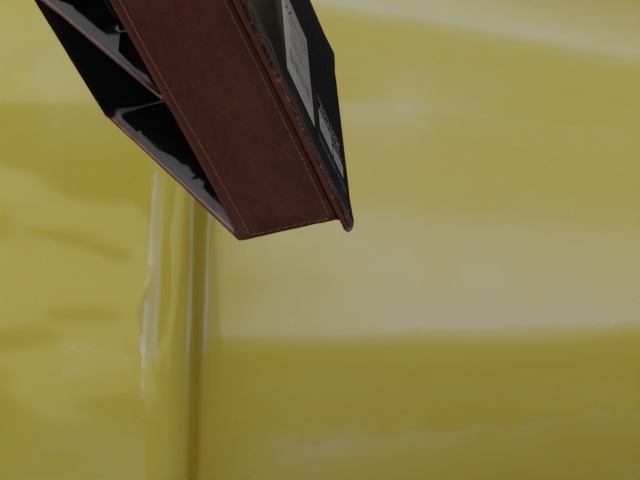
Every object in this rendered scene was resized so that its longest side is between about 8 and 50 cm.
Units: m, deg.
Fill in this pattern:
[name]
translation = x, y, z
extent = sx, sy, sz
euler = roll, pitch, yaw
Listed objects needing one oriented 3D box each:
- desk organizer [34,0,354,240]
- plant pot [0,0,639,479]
[desk organizer]
translation = -0.037, -0.051, 0.316
extent = 0.050, 0.130, 0.047
euler = -14, 52, 11
[plant pot]
translation = 0.000, 0.000, 0.530
extent = 0.239, 0.254, 0.254
euler = 1, 62, -5
